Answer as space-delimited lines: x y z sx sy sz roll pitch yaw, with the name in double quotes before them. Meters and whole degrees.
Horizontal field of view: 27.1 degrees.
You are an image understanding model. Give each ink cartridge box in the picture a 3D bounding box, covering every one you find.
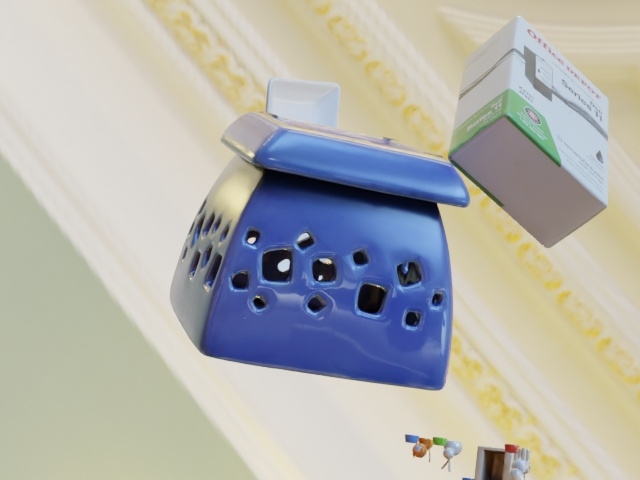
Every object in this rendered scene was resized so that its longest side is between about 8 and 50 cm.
"ink cartridge box" 0.221 -0.118 1.387 0.153 0.208 0.087 39 -55 -18

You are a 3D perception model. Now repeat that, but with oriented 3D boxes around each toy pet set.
"toy pet set" 0.158 0.240 1.354 0.122 0.114 0.065 1 -103 29

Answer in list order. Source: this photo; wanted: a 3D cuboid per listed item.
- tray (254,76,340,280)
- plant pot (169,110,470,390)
"tray" -0.039 -0.075 1.740 0.030 0.145 0.270 9 -83 37
"plant pot" 0.000 0.000 1.257 0.236 0.236 0.212 -139 -120 -73
